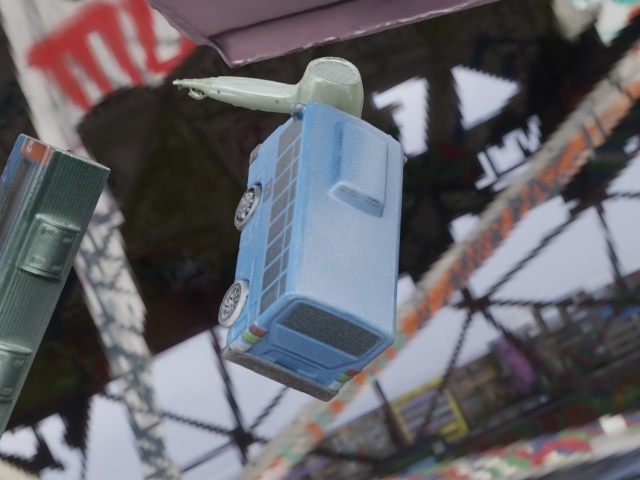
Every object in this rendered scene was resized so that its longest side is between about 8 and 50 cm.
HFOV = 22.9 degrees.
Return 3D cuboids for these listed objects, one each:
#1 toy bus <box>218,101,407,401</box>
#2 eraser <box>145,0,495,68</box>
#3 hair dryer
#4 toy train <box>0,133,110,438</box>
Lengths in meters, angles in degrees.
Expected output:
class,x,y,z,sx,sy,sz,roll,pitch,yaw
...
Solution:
class,x,y,z,sx,sy,sz,roll,pitch,yaw
toy bus,0.000,0.000,1.330,0.116,0.234,0.133,24,-43,-21
eraser,-0.008,-0.286,1.347,0.359,0.122,0.272,-11,-35,38
hair dryer,-0.068,-0.128,1.810,0.075,0.237,0.206,-42,-33,-52
toy train,-0.334,0.096,1.610,0.086,0.409,0.089,22,0,-44
